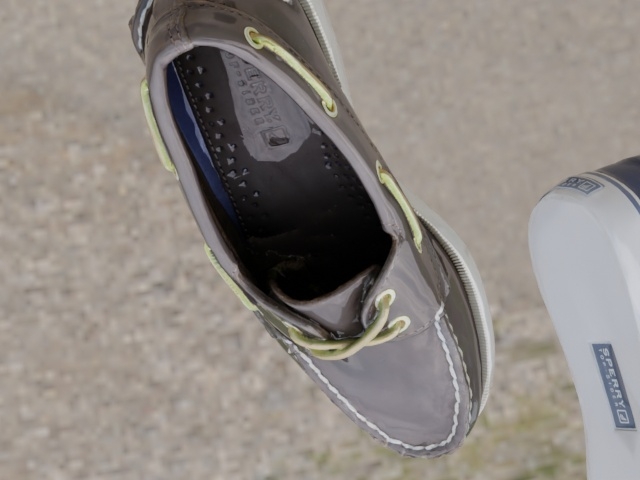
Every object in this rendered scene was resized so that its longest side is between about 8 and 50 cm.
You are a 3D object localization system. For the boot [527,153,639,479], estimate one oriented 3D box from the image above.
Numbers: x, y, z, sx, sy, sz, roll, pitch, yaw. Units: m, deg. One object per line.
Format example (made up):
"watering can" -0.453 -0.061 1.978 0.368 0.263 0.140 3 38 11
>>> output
"boot" 0.142 0.057 0.727 0.086 0.190 0.069 -23 -165 -32

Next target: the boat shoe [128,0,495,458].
"boat shoe" 0.000 0.000 1.000 0.117 0.096 0.324 -16 123 17
